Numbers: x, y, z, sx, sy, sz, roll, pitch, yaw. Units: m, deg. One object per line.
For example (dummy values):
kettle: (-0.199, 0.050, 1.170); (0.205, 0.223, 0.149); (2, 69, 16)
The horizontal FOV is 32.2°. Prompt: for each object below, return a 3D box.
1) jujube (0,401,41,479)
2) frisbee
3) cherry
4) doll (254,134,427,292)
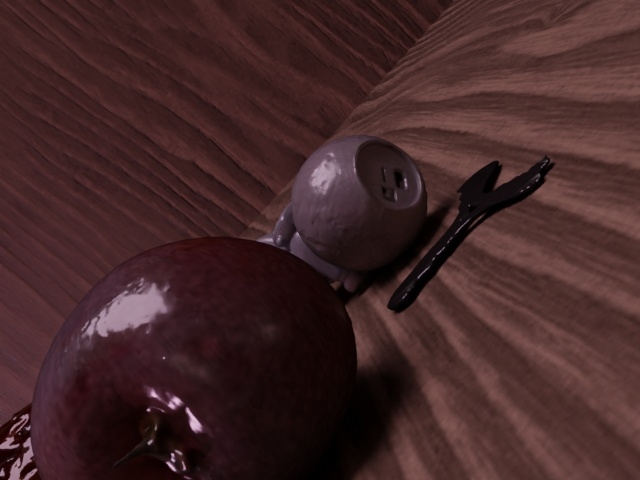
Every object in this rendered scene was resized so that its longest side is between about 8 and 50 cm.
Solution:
jujube: (-0.284, 0.297, 1.135); (0.290, 0.197, 0.197); (-64, 10, -9)
frisbee: (0.145, -0.025, 1.006); (0.211, 0.012, 0.187); (-52, 10, -30)
cherry: (-0.088, 0.113, 0.867); (0.261, 0.221, 0.307); (-43, -9, 18)
doll: (0.000, 0.000, 1.219); (0.287, 0.151, 0.151); (-44, 8, 48)
